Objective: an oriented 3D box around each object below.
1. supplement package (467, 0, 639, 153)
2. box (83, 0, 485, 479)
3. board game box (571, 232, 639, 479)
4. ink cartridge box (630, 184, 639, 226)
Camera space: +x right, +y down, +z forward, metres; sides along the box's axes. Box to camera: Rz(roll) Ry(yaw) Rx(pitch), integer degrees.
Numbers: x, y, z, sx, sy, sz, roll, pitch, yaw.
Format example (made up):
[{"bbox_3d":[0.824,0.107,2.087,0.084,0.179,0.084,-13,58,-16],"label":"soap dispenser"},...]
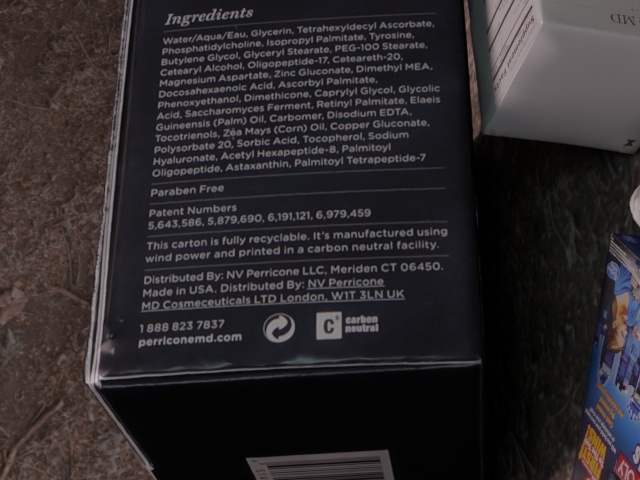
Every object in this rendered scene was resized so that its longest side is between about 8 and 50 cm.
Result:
[{"bbox_3d":[0.205,-0.211,1.016,0.134,0.139,0.244,112,161,-54],"label":"supplement package"},{"bbox_3d":[0.000,0.000,1.169,0.480,0.297,0.472,76,-169,-61],"label":"box"},{"bbox_3d":[0.237,0.120,0.860,0.194,0.060,0.194,-113,31,-67],"label":"board game box"},{"bbox_3d":[0.252,-0.071,0.521,0.218,0.092,0.158,-42,1,43],"label":"ink cartridge box"}]
